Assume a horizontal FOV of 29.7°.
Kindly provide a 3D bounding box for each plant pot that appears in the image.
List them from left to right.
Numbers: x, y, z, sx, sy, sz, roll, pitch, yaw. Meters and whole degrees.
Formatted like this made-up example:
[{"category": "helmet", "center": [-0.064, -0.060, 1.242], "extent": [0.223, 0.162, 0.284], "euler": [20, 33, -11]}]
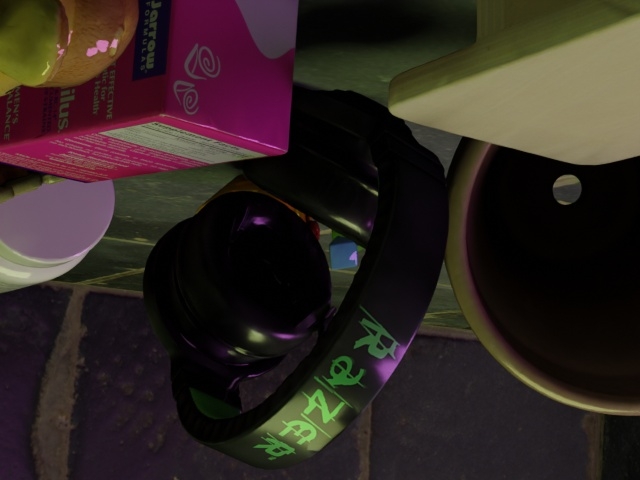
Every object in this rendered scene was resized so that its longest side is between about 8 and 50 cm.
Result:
[{"category": "plant pot", "center": [0.210, -0.023, 0.911], "extent": [0.263, 0.263, 0.229], "euler": [4, -172, -3]}]

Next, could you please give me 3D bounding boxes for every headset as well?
[{"category": "headset", "center": [0.000, 0.000, 0.880], "extent": [0.185, 0.394, 0.243], "euler": [29, 116, -26]}]

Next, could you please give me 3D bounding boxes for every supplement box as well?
[{"category": "supplement box", "center": [-0.131, -0.111, 0.821], "extent": [0.220, 0.111, 0.114], "euler": [-5, 168, 41]}]

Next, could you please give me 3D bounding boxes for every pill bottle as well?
[{"category": "pill bottle", "center": [-0.328, -0.029, 1.287], "extent": [0.160, 0.160, 0.283], "euler": [8, 171, -27]}]

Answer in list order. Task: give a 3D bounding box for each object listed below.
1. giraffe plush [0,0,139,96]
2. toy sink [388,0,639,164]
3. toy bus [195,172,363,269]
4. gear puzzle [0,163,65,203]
[{"category": "giraffe plush", "center": [-0.120, -0.132, 0.474], "extent": [0.210, 0.170, 0.181], "euler": [8, 171, -25]}, {"category": "toy sink", "center": [0.156, -0.129, 0.518], "extent": [0.153, 0.131, 0.234], "euler": [10, 164, -36]}, {"category": "toy bus", "center": [-0.065, -0.031, 1.343], "extent": [0.191, 0.104, 0.202], "euler": [-14, -159, -28]}, {"category": "gear puzzle", "center": [-0.243, -0.073, 0.993], "extent": [0.339, 0.044, 0.175], "euler": [-20, -164, -24]}]
